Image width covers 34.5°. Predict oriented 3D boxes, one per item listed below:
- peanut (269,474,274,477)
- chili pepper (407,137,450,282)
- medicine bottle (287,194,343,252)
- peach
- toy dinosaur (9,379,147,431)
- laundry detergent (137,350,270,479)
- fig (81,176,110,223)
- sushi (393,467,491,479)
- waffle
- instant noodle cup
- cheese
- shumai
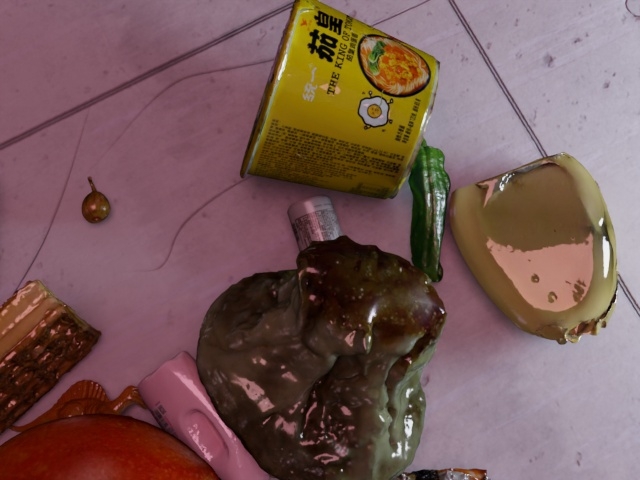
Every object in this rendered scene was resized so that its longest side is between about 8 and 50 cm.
[{"bbox_3d":[-0.084,0.288,1.673,0.093,0.083,0.194,-14,82,-39],"label":"peanut"},{"bbox_3d":[0.180,-0.058,1.745,0.074,0.100,0.256,3,81,-2],"label":"chili pepper"},{"bbox_3d":[0.000,0.000,1.735,0.079,0.079,0.140,-18,79,-4],"label":"medicine bottle"},{"bbox_3d":[-0.319,0.427,1.500,0.389,0.388,0.388,0,78,-1],"label":"peach"},{"bbox_3d":[-0.397,0.280,1.683,0.212,0.057,0.142,20,74,5],"label":"toy dinosaur"},{"bbox_3d":[-0.158,0.337,1.631,0.088,0.159,0.335,-33,85,-37],"label":"laundry detergent"},{"bbox_3d":[-0.387,-0.070,1.762,0.050,0.050,0.083,-13,65,-4],"label":"fig"},{"bbox_3d":[0.163,0.414,1.640,0.226,0.103,0.097,-7,77,6],"label":"sushi"},{"bbox_3d":[-0.502,0.210,1.612,0.091,0.213,0.308,42,79,16],"label":"waffle"},{"bbox_3d":[0.034,-0.218,1.678,0.254,0.325,0.325,18,78,-6],"label":"instant noodle cup"},{"bbox_3d":[0.377,0.021,1.719,0.260,0.128,0.315,-24,73,2],"label":"cheese"},{"bbox_3d":[0.032,0.161,1.539,0.397,0.323,0.324,41,47,4],"label":"shumai"}]
